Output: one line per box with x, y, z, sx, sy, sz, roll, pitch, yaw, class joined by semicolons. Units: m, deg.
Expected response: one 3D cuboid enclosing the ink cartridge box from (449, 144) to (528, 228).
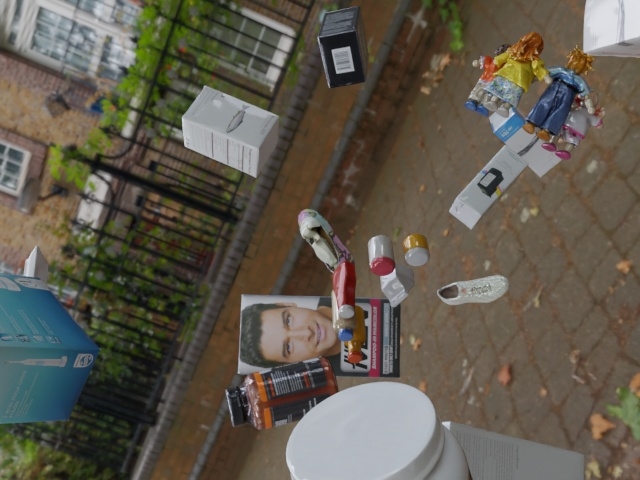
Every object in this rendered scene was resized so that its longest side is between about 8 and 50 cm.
0.396;-0.122;1.657;0.175;0.072;0.127;-47;-11;-9;ink cartridge box

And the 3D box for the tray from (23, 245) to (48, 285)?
-0.664;0.160;1.604;0.145;0.030;0.271;117;153;-68;tray

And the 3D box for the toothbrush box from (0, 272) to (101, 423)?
-0.486;0.134;0.930;0.216;0.295;0.126;34;102;36;toothbrush box

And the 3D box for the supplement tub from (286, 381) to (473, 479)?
0.097;0.367;0.907;0.228;0.228;0.316;-90;-18;-67;supplement tub

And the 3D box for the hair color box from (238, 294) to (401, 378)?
-0.002;0.228;1.662;0.113;0.374;0.186;92;179;-82;hair color box

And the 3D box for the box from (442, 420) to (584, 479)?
0.321;0.480;1.389;0.215;0.345;0.169;-30;46;57;box

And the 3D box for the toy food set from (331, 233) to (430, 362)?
0.083;0.090;1.120;0.232;0.111;0.105;-47;30;36;toy food set

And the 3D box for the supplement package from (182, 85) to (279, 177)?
-0.191;-0.233;1.498;0.105;0.179;0.105;102;-167;-59;supplement package

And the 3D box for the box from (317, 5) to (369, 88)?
0.068;-0.541;1.953;0.207;0.108;0.153;-81;-20;-55;box

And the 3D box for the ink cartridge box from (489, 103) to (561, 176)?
0.564;-0.284;1.930;0.082;0.190;0.140;-43;14;24;ink cartridge box

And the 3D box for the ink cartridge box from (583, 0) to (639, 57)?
0.665;-0.426;1.320;0.283;0.207;0.117;-157;67;-74;ink cartridge box

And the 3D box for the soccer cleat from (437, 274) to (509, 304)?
0.406;0.134;1.865;0.196;0.076;0.068;-18;63;35;soccer cleat

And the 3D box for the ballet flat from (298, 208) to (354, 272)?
0.000;0.000;1.756;0.079;0.221;0.077;-2;-44;-51;ballet flat

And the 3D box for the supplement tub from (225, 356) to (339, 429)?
-0.071;0.283;1.281;0.106;0.197;0.106;169;90;-77;supplement tub

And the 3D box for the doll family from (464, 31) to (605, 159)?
0.393;-0.270;1.230;0.163;0.262;0.118;-60;-5;-4;doll family
